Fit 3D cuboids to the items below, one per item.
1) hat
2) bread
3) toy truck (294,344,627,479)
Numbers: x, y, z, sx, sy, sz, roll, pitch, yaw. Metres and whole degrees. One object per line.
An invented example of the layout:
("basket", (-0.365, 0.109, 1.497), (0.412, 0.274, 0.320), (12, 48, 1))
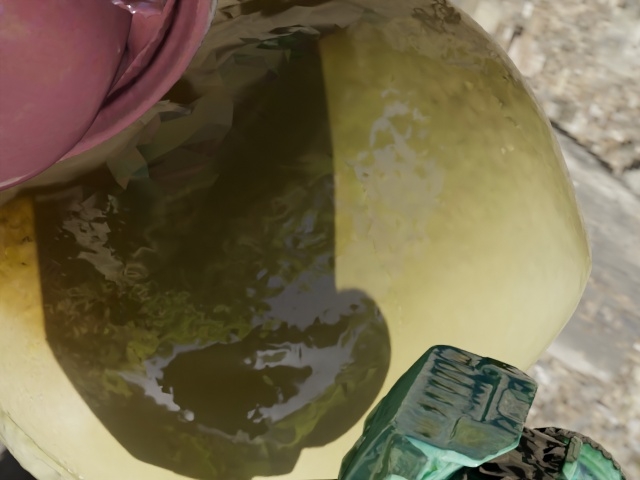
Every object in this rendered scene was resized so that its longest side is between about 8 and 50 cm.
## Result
("hat", (-0.136, -0.069, 0.620), (0.205, 0.089, 0.205), (-2, 146, -2))
("bread", (-0.047, -0.002, 1.087), (0.376, 0.348, 0.253), (-35, 151, -23))
("toy truck", (0.017, 0.182, 0.730), (0.156, 0.155, 0.279), (21, 108, 7))
